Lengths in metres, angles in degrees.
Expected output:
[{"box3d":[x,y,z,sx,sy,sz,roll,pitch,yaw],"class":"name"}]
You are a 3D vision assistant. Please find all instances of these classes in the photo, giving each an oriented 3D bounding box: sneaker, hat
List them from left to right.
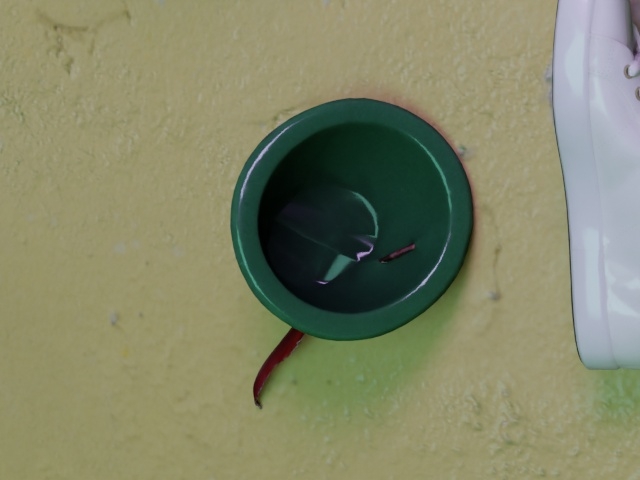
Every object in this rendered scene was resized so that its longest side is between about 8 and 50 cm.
[{"box3d":[0.000,0.000,1.374,0.208,0.183,0.173,-35,91,-11],"class":"hat"},{"box3d":[0.226,-0.055,1.199,0.123,0.106,0.290,-2,108,20],"class":"sneaker"}]
